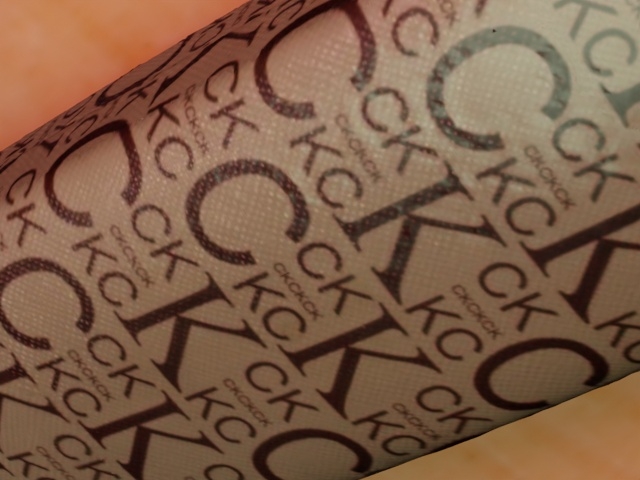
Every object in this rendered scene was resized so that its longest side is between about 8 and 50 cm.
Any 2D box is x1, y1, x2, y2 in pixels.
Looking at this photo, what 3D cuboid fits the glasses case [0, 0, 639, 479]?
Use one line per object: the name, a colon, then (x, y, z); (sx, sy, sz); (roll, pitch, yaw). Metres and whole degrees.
glasses case: (0.000, 0.000, 0.569); (0.355, 0.085, 0.137); (-26, 113, 36)
